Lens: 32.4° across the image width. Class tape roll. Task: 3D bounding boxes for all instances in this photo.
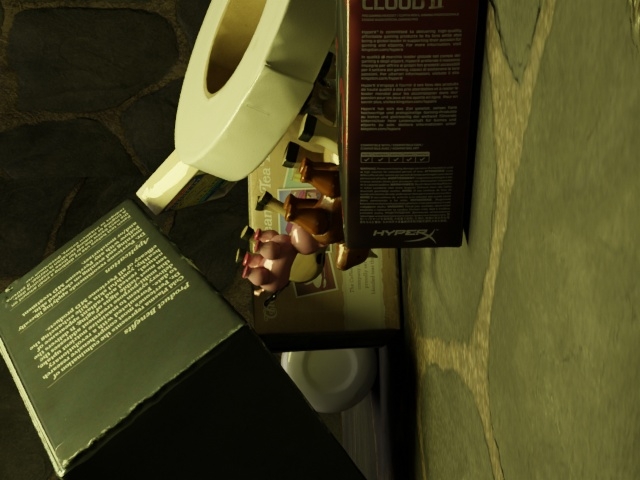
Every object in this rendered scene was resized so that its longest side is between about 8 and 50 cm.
[{"bbox_3d":[-0.077,-0.266,1.411,0.392,0.072,0.392,-49,30,41],"label":"tape roll"}]

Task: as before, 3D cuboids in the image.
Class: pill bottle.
[{"bbox_3d":[0.013,0.234,2.175,0.323,0.182,0.181,129,139,-87],"label":"pill bottle"}]

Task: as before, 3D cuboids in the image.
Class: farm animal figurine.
[{"bbox_3d":[0.037,-0.075,1.333,0.330,0.172,0.326,156,132,-74],"label":"farm animal figurine"}]

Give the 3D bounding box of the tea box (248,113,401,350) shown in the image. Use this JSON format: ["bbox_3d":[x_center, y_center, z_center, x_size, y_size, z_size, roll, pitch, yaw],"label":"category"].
[{"bbox_3d":[0.000,0.000,1.731,0.323,0.220,0.328,94,174,-80],"label":"tea box"}]

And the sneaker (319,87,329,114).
[{"bbox_3d":[0.055,-0.237,2.000,0.296,0.105,0.146,-130,23,-77],"label":"sneaker"}]

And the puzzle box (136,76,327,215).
[{"bbox_3d":[-0.092,-0.208,1.749,0.052,0.409,0.272,48,-161,7],"label":"puzzle box"}]

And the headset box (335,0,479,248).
[{"bbox_3d":[0.070,-0.171,0.988,0.218,0.110,0.293,-93,2,-55],"label":"headset box"}]

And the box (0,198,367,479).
[{"bbox_3d":[-0.187,0.262,1.585,0.480,0.297,0.472,57,172,-34],"label":"box"}]

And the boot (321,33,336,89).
[{"bbox_3d":[0.000,-0.230,1.505,0.077,0.198,0.137,5,-103,-53],"label":"boot"}]
